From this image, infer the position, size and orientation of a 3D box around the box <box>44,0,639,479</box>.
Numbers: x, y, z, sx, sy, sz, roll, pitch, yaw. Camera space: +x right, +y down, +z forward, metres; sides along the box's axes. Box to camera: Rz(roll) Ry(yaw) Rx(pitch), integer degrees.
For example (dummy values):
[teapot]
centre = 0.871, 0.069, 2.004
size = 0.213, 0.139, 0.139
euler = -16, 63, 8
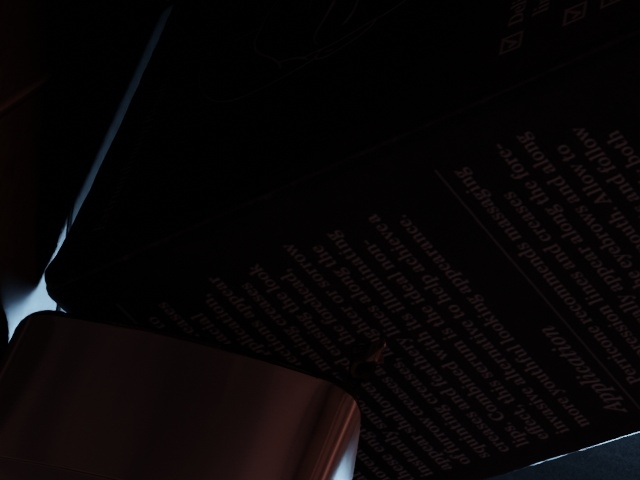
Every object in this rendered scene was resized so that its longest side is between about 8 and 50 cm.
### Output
[box]
centre = 0.107, -0.070, 0.978
size = 0.212, 0.395, 0.293
euler = 48, 39, -27

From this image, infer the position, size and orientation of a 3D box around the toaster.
[toaster]
centre = -0.072, 0.125, 0.901
size = 0.110, 0.168, 0.185
euler = -69, 169, -51
